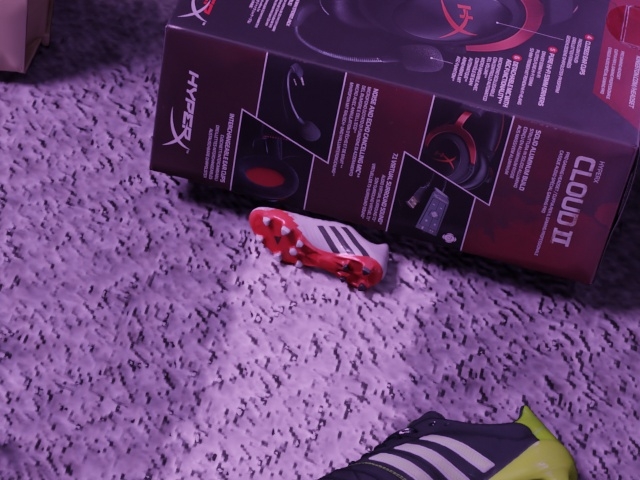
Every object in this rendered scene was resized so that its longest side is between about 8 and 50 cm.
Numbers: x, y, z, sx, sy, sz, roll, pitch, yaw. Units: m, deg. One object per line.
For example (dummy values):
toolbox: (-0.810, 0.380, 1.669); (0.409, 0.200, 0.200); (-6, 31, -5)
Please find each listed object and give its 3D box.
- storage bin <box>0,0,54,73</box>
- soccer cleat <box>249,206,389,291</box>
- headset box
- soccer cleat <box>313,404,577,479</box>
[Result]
storage bin: (-0.208, -0.277, 1.090); (0.123, 0.262, 0.260); (6, 49, -8)
soccer cleat: (0.000, 0.000, 1.040); (0.083, 0.029, 0.035); (23, 41, 7)
headset box: (0.072, -0.107, 1.075); (0.293, 0.110, 0.218); (14, 42, 3)
soccer cleat: (0.043, 0.124, 0.924); (0.179, 0.060, 0.072); (-7, 41, -23)
